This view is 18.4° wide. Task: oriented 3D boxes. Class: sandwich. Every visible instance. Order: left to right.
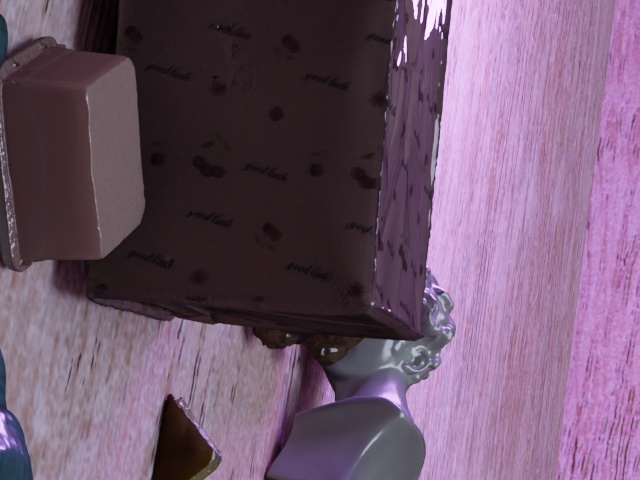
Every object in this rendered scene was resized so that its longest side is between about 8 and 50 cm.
[{"bbox_3d":[-0.091,0.150,1.382,0.031,0.044,0.083,56,42,-72],"label":"sandwich"}]

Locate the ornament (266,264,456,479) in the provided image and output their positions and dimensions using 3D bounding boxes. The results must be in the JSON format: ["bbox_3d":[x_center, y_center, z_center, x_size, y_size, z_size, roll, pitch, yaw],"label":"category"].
[{"bbox_3d":[0.042,0.139,1.714,0.130,0.120,0.285,74,26,-54],"label":"ornament"}]

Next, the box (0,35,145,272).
[{"bbox_3d":[-0.142,-0.049,1.120,0.089,0.062,0.122,-51,141,-64],"label":"box"}]

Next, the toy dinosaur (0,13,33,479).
[{"bbox_3d":[-0.161,0.061,0.892,0.331,0.129,0.383,-23,95,-73],"label":"toy dinosaur"}]

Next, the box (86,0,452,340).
[{"bbox_3d":[-0.023,-0.094,1.274,0.225,0.190,0.297,32,61,-77],"label":"box"}]

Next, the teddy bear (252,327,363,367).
[{"bbox_3d":[0.014,0.010,1.568,0.182,0.129,0.251,-39,148,-19],"label":"teddy bear"}]
